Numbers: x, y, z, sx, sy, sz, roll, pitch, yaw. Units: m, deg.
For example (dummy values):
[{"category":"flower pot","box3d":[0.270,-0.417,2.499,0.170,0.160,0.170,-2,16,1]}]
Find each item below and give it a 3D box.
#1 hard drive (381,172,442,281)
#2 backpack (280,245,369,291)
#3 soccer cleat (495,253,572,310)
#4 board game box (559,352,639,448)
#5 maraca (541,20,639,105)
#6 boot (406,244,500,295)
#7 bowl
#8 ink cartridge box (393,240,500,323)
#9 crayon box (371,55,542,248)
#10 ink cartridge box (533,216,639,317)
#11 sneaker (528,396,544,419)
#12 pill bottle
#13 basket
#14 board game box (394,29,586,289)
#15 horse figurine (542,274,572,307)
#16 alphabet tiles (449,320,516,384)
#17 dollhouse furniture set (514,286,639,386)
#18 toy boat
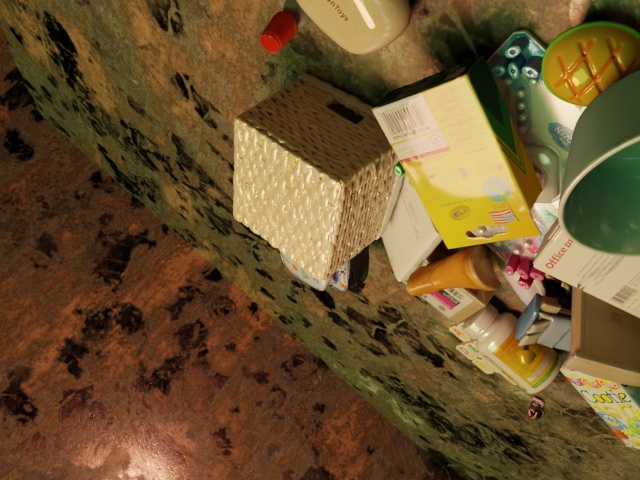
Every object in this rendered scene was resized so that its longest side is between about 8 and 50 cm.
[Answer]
[{"category":"hard drive","box3d":[0.214,-0.045,1.450,0.308,0.040,0.203,110,146,-65]},{"category":"backpack","box3d":[0.000,0.000,1.670,0.263,0.213,0.277,29,125,40]},{"category":"soccer cleat","box3d":[0.481,0.091,1.349,0.318,0.108,0.116,56,164,-27]},{"category":"board game box","box3d":[0.712,0.340,1.361,0.275,0.144,0.142,47,156,-12]},{"category":"maraca","box3d":[0.417,-0.251,0.853,0.185,0.099,0.127,7,133,17]},{"category":"boot","box3d":[0.291,0.085,1.346,0.211,0.295,0.104,-21,86,23]},{"category":"bowl","box3d":[0.475,-0.122,0.813,0.311,0.163,0.312,1,147,1]},{"category":"ink cartridge box","box3d":[0.333,0.103,1.599,0.234,0.088,0.193,38,155,6]},{"category":"crayon box","box3d":[0.253,-0.141,1.058,0.202,0.081,0.319,-9,120,45]},{"category":"ink cartridge box","box3d":[0.499,0.019,0.997,0.219,0.093,0.160,28,142,9]},{"category":"sneaker","box3d":[0.676,0.543,1.876,0.047,0.057,0.119,21,151,34]},{"category":"pill bottle","box3d":[0.504,0.278,1.578,0.245,0.136,0.136,41,157,2]},{"category":"basket","box3d":[-0.012,-0.145,1.376,0.328,0.266,0.332,35,141,22]},{"category":"board game box","box3d":[0.372,-0.115,1.090,0.390,0.050,0.390,42,142,-1]},{"category":"horse figurine","box3d":[0.578,0.104,1.217,0.174,0.066,0.263,32,147,-28]},{"category":"alphabet tiles","box3d":[0.529,0.345,1.802,0.278,0.021,0.284,42,157,0]},{"category":"dollhouse furniture set","box3d":[0.556,0.228,1.167,0.286,0.198,0.303,15,148,6]},{"category":"toy boat","box3d":[0.009,-0.454,1.091,0.267,0.148,0.318,46,149,-24]}]
